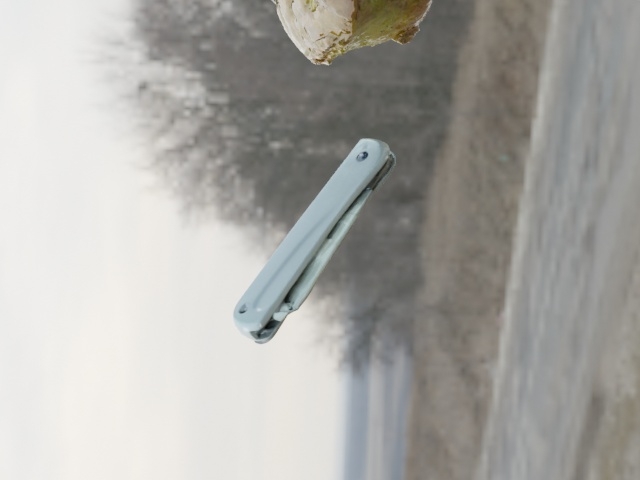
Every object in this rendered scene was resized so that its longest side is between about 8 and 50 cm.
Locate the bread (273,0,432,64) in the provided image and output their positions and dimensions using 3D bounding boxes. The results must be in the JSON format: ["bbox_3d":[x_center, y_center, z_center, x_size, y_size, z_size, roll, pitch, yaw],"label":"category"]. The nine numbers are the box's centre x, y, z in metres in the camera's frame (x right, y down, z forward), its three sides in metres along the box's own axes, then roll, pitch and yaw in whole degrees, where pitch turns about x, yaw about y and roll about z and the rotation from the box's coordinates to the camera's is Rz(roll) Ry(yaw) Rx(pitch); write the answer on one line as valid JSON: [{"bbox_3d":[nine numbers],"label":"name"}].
[{"bbox_3d":[0.040,-0.280,1.588,0.147,0.160,0.261,55,151,36],"label":"bread"}]

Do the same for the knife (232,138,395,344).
[{"bbox_3d":[-0.002,-0.001,1.664,0.073,0.040,0.265,10,60,53],"label":"knife"}]
